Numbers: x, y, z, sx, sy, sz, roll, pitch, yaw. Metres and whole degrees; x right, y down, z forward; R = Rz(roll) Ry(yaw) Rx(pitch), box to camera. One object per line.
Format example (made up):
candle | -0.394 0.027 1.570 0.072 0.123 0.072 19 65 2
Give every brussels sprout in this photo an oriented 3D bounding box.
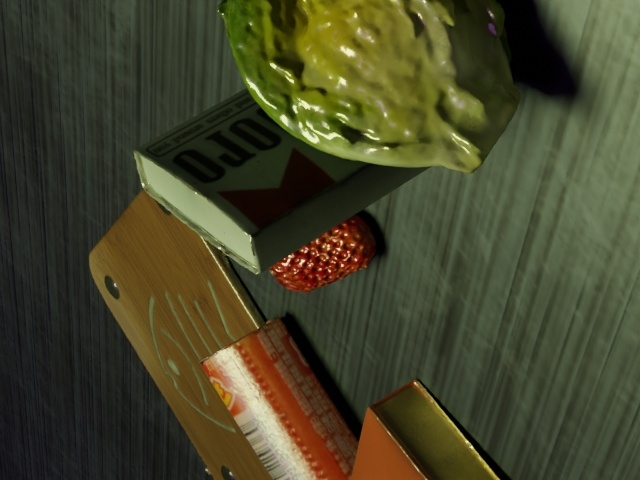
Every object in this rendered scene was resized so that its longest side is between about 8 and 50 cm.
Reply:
brussels sprout | 0.028 -0.109 1.005 0.181 0.139 0.100 45 177 2

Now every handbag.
handbag | 0.099 0.207 1.302 0.190 0.063 0.127 50 153 26

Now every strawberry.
strawberry | 0.000 0.000 1.261 0.083 0.073 0.073 -9 115 24

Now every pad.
pad | -0.098 0.100 1.587 0.286 0.018 0.284 59 154 4

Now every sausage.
sausage | 0.011 0.189 1.418 0.274 0.074 0.074 56 154 3

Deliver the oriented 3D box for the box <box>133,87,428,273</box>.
box | -0.004 -0.059 1.061 0.115 0.177 0.036 35 145 38
